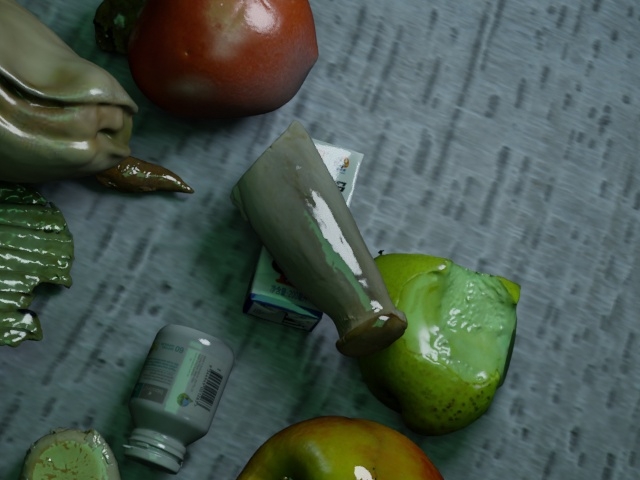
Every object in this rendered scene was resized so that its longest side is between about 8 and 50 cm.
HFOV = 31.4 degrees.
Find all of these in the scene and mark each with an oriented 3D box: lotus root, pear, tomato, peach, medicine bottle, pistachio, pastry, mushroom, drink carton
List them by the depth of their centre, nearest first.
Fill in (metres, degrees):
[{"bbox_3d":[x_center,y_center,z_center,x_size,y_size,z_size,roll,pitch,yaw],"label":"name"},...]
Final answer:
[{"bbox_3d":[0.039,0.449,1.701,0.370,0.370,0.369,3,73,-9],"label":"peach"},{"bbox_3d":[-0.392,0.368,1.765,0.166,0.088,0.165,3,74,-10],"label":"pastry"},{"bbox_3d":[-0.503,-0.241,1.789,0.446,0.365,0.281,21,92,1],"label":"pistachio"},{"bbox_3d":[-0.231,0.254,1.802,0.135,0.135,0.215,22,71,-3],"label":"medicine bottle"},{"bbox_3d":[-0.009,0.000,1.812,0.154,0.137,0.407,-18,70,-29],"label":"mushroom"},{"bbox_3d":[0.185,0.178,1.882,0.287,0.176,0.281,18,73,-3],"label":"pear"},{"bbox_3d":[-0.156,-0.341,1.903,0.322,0.321,0.321,3,73,-9],"label":"tomato"},{"bbox_3d":[-0.029,-0.014,1.937,0.131,0.106,0.314,17,70,-7],"label":"drink carton"},{"bbox_3d":[-0.316,-0.408,2.014,0.190,0.094,0.108,-45,119,-24],"label":"lotus root"}]

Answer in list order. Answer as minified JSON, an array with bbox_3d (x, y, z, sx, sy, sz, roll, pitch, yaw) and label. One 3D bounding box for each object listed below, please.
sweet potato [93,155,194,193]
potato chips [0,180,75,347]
[{"bbox_3d":[-0.315,-0.110,1.942,0.206,0.060,0.068,11,109,-6],"label":"sweet potato"},{"bbox_3d":[-0.595,0.026,1.794,0.389,0.097,0.373,15,39,-2],"label":"potato chips"}]
